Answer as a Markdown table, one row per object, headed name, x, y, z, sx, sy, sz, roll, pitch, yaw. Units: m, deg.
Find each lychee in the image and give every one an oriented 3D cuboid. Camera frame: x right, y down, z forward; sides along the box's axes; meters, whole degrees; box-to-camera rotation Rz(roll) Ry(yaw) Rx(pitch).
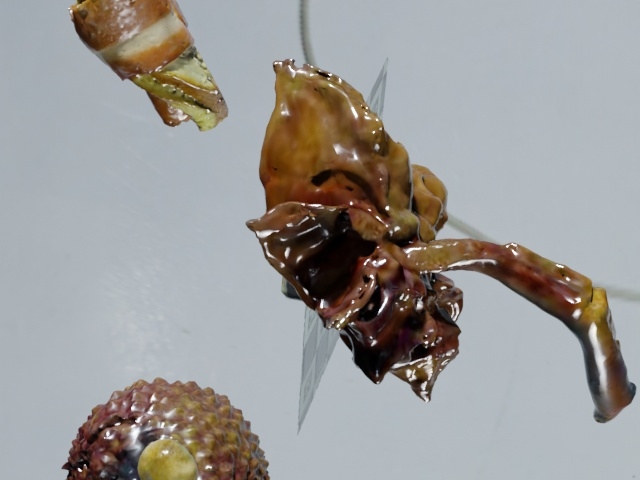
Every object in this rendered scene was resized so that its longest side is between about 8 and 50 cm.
| name | x | y | z | sx | sy | sz | roll | pitch | yaw |
| --- | --- | --- | --- | --- | --- | --- | --- | --- | --- |
| lychee | -0.124 | 0.207 | 1.205 | 0.188 | 0.188 | 0.188 | -2 | 81 | 12 |

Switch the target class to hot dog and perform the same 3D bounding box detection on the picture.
| name | x | y | z | sx | sy | sz | roll | pitch | yaw |
| --- | --- | --- | --- | --- | --- | --- | --- | --- | --- |
| hot dog | -0.172 | -0.200 | 1.293 | 0.093 | 0.123 | 0.262 | -24 | 109 | 4 |

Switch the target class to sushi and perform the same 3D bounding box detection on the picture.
| name | x | y | z | sx | sy | sz | roll | pitch | yaw |
| --- | --- | --- | --- | --- | --- | --- | --- | --- | --- |
| sushi | 0.000 | 0.000 | 1.805 | 0.064 | 0.359 | 0.343 | 13 | 41 | 11 |

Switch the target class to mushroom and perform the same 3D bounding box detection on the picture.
| name | x | y | z | sx | sy | sz | roll | pitch | yaw |
| --- | --- | --- | --- | --- | --- | --- | --- | --- | --- |
| mushroom | -0.105 | 0.286 | 1.021 | 0.068 | 0.043 | 0.306 | 13 | 109 | 55 |

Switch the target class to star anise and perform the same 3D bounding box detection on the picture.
| name | x | y | z | sx | sy | sz | roll | pitch | yaw |
| --- | --- | --- | --- | --- | --- | --- | --- | --- | --- |
| star anise | 0.075 | 0.021 | 1.013 | 0.346 | 0.237 | 0.148 | 37 | 109 | -1 |
